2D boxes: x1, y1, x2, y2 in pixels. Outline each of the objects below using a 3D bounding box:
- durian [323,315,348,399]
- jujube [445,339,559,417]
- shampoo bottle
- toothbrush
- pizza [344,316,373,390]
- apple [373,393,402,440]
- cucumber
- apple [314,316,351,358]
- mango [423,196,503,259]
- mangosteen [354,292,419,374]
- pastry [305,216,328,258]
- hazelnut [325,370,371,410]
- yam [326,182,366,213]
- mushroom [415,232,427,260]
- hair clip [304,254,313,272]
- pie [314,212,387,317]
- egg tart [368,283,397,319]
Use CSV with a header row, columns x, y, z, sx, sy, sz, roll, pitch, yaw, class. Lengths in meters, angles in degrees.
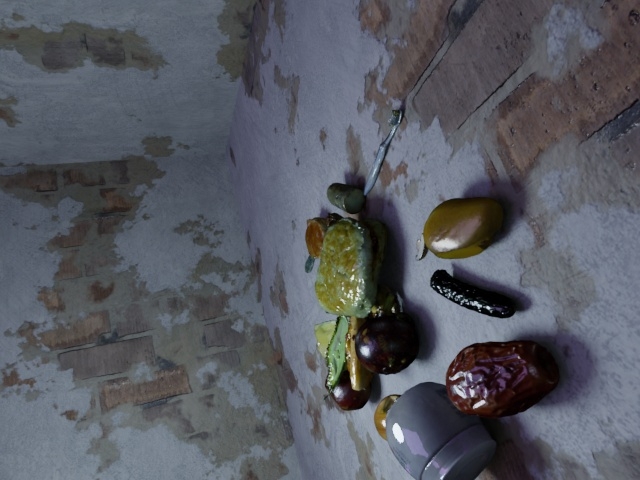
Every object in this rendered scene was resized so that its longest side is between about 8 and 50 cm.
x,y,z,sx,sy,sz,roll,pitch,yaw,class
0.073,0.485,1.953,0.106,0.132,0.375,41,-126,-64,durian
0.448,0.346,1.169,0.290,0.197,0.197,-42,58,47,jujube
0.349,0.585,1.366,0.266,0.273,0.273,46,139,46,shampoo bottle
0.218,-0.307,1.681,0.413,0.042,0.035,107,147,-50,toothbrush
0.163,0.416,1.855,0.278,0.114,0.409,69,-158,-52,pizza
0.289,0.657,1.685,0.199,0.199,0.199,172,90,-68,apple
0.425,0.159,1.294,0.303,0.072,0.081,-150,56,-62,cucumber
0.093,0.457,2.098,0.265,0.120,0.193,-24,63,44,apple
0.386,-0.036,1.252,0.262,0.130,0.167,-17,77,62,mango
0.237,0.334,1.654,0.231,0.231,0.289,117,161,-55,mangosteen
0.000,0.000,2.236,0.218,0.100,0.229,61,145,33,pastry
0.138,0.636,2.023,0.234,0.218,0.218,-167,71,-70,hazelnut
0.101,-0.180,1.919,0.194,0.107,0.107,-146,51,-62,yam
0.336,0.023,1.533,0.049,0.019,0.101,-131,41,-51,mushroom
-0.057,0.101,2.492,0.229,0.036,0.066,102,156,-52,hair clip
0.119,0.112,1.800,0.395,0.180,0.418,17,99,63,pie
0.232,0.268,1.807,0.191,0.074,0.191,169,90,-68,egg tart
